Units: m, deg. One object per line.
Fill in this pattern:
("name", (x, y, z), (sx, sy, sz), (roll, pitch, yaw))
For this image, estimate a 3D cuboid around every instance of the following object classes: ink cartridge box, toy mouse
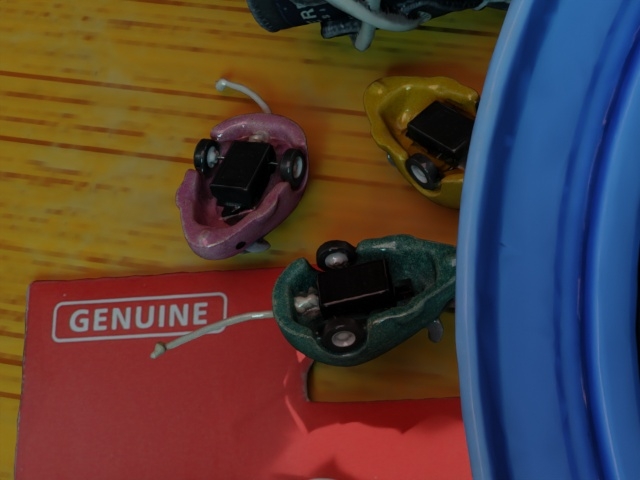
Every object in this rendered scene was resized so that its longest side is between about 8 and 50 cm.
("ink cartridge box", (0.031, 0.118, 0.567), (0.296, 0.066, 0.261), (-4, 70, 12))
("toy mouse", (0.000, 0.000, 0.624), (0.161, 0.031, 0.143), (28, 62, 35))

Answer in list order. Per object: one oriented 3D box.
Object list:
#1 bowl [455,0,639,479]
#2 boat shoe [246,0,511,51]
("bowl", (0.224, 0.017, 0.420), (0.391, 0.077, 0.391), (-1, 88, 23))
("boat shoe", (0.013, -0.112, 0.636), (0.301, 0.108, 0.102), (23, 76, 23))
